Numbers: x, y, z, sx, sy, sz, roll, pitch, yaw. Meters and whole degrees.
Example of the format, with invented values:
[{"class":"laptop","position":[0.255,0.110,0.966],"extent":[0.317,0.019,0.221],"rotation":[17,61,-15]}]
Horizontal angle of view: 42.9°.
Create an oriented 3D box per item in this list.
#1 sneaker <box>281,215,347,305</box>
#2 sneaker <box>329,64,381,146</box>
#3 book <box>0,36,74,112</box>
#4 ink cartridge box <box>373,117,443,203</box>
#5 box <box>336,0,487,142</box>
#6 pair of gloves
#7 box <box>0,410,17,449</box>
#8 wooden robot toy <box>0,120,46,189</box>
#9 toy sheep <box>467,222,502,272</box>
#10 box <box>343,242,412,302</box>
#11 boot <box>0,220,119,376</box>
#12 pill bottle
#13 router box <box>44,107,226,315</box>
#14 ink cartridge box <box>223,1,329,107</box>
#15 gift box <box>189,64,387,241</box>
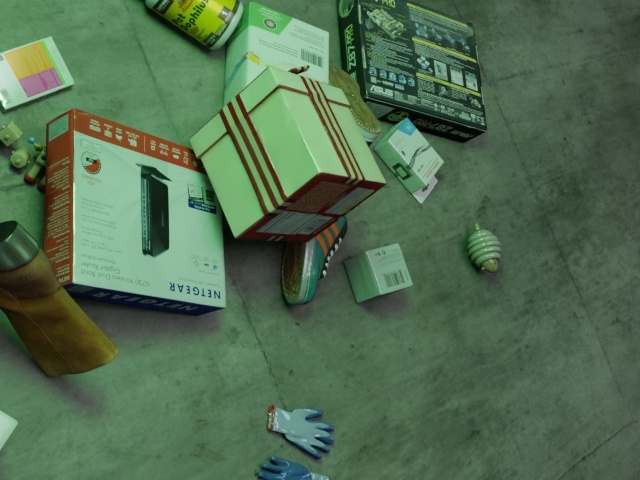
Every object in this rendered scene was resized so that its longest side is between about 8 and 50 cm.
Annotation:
[{"class":"sneaker","position":[0.000,0.000,1.686],"extent":[0.121,0.108,0.302],"rotation":[20,61,-24]},{"class":"sneaker","position":[0.031,-0.270,1.828],"extent":[0.099,0.153,0.282],"rotation":[9,38,-31]},{"class":"book","position":[-0.527,-0.298,1.463],"extent":[0.144,0.035,0.096],"rotation":[-32,97,-39]},{"class":"ink cartridge box","position":[0.223,-0.189,1.947],"extent":[0.180,0.060,0.104],"rotation":[48,52,-12]},{"class":"box","position":[0.230,-0.436,2.021],"extent":[0.395,0.097,0.318],"rotation":[8,71,-34]},{"class":"pair of gloves","position":[-0.044,0.413,1.559],"extent":[0.159,0.023,0.198],"rotation":[23,60,-26]},{"class":"box","position":[-0.569,0.293,1.160],"extent":[0.182,0.119,0.181],"rotation":[39,55,-18]},{"class":"wooden robot toy","position":[-0.484,-0.145,1.433],"extent":[0.173,0.076,0.079],"rotation":[35,21,-21]},{"class":"toy sheep","position":[0.398,0.018,1.986],"extent":[0.091,0.091,0.132],"rotation":[-2,61,-36]},{"class":"box","position":[0.124,0.071,1.763],"extent":[0.101,0.087,0.101],"rotation":[-13,81,-38]},{"class":"boot","position":[-0.488,0.105,1.277],"extent":[0.096,0.264,0.280],"rotation":[-83,153,-50]},{"class":"pill bottle","position":[-0.273,-0.493,1.663],"extent":[0.215,0.117,0.117],"rotation":[31,58,-23]},{"class":"router box","position":[-0.316,-0.037,1.432],"extent":[0.336,0.082,0.301],"rotation":[15,64,-50]},{"class":"ink cartridge box","position":[-0.093,-0.333,1.734],"extent":[0.202,0.117,0.278],"rotation":[14,66,-31]},{"class":"gift box","position":[-0.060,-0.155,1.524],"extent":[0.276,0.255,0.258],"rotation":[6,54,-59]}]
